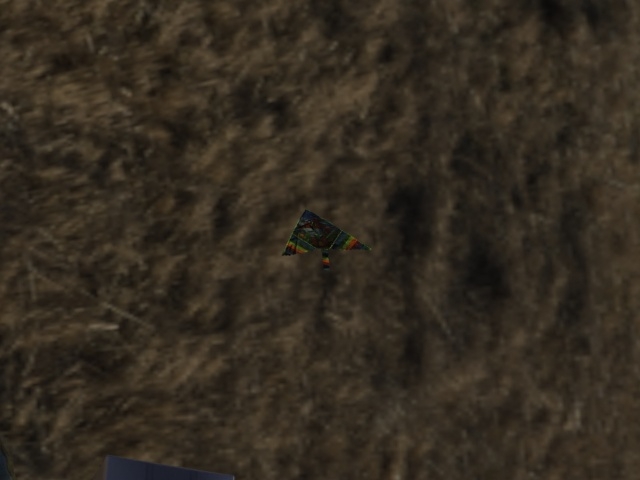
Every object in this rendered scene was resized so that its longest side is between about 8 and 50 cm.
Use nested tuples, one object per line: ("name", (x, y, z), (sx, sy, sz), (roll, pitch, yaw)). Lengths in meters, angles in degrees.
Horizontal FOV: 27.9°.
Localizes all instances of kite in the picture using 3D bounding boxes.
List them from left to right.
("kite", (0.000, 0.000, 1.498), (0.004, 0.122, 0.090), (-60, 141, -45))

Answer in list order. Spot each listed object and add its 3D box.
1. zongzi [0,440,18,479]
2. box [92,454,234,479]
("zongzi", (-0.394, 0.250, 0.992), (0.447, 0.418, 0.181), (-27, 103, -42))
("box", (-0.237, 0.456, 1.884), (0.203, 0.106, 0.252), (14, 51, -18))
